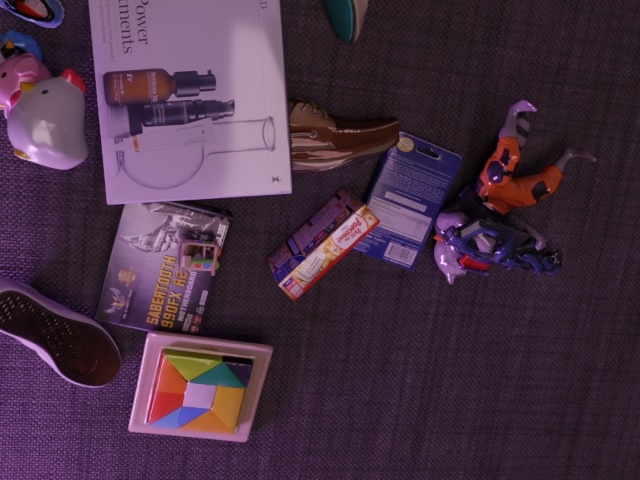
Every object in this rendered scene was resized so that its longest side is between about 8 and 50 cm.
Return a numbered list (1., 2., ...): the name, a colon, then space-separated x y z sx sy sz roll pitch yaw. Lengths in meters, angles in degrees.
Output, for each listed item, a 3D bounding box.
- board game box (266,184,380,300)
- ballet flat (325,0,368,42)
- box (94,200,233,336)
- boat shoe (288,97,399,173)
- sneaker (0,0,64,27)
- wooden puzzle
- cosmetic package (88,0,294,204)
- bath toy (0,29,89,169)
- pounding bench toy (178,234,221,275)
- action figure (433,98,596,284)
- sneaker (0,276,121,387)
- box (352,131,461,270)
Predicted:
1. board game box: 0.000 0.000 1.434 0.193 0.147 0.045 -43 110 3
2. ballet flat: 0.043 -0.415 1.309 0.086 0.086 0.248 -26 145 -3
3. box: -0.266 0.041 1.437 0.183 0.056 0.231 14 103 -16
4. boat shoe: -0.031 -0.173 1.391 0.324 0.122 0.120 -12 104 -8
5. sneaker: -0.461 -0.373 1.260 0.162 0.073 0.063 24 101 -18
6. wooden puzzle: -0.213 0.268 1.494 0.221 0.044 0.239 9 120 -15
7. cosmetic package: -0.193 -0.251 1.284 0.284 0.097 0.377 -4 97 -1
8. bath toy: -0.402 -0.206 1.179 0.151 0.348 0.129 17 102 -32
9. pounding bench toy: -0.195 0.028 1.373 0.065 0.083 0.052 6 104 -13
10. action figure: 0.332 -0.057 1.515 0.341 0.178 0.330 25 108 -46
11. sneaker: -0.453 0.142 1.418 0.106 0.123 0.290 -50 132 -11
12. box: 0.147 -0.071 1.502 0.136 0.036 0.225 20 103 -17
